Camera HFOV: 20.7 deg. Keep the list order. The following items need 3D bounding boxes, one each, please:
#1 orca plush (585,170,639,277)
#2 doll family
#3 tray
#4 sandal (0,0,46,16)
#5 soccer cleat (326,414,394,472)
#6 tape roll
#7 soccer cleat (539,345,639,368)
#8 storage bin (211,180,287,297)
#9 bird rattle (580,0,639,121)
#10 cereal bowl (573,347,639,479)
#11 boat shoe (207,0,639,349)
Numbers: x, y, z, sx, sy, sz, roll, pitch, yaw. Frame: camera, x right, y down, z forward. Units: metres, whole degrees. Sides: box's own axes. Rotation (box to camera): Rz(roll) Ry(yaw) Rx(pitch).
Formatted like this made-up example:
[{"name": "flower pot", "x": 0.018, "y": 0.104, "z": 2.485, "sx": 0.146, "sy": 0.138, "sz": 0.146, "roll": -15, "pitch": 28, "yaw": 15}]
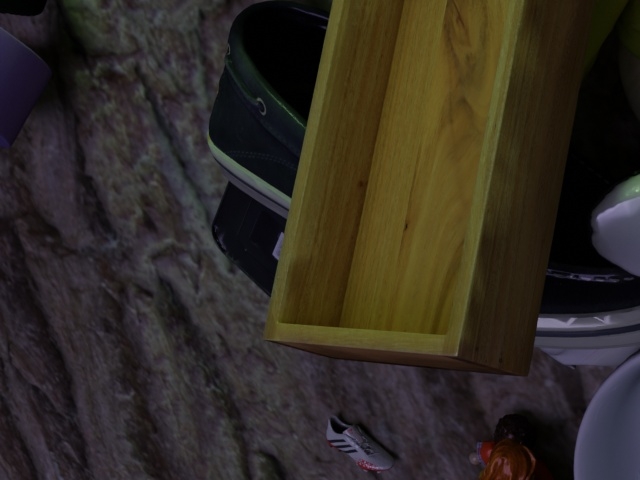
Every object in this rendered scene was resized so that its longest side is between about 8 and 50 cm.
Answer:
[{"name": "orca plush", "x": 0.330, "y": -0.035, "z": 1.198, "sx": 0.287, "sy": 0.102, "sz": 0.151, "roll": -18, "pitch": 107, "yaw": 20}, {"name": "doll family", "x": 0.216, "y": 0.248, "z": 1.500, "sx": 0.263, "sy": 0.118, "sz": 0.163, "roll": 21, "pitch": 131, "yaw": 33}, {"name": "tray", "x": 0.088, "y": -0.119, "z": 1.208, "sx": 0.203, "sy": 0.076, "sz": 0.411, "roll": 0, "pitch": 75, "yaw": 52}, {"name": "sandal", "x": -0.445, "y": -0.352, "z": 1.773, "sx": 0.445, "sy": 0.167, "sz": 0.107, "roll": 26, "pitch": 106, "yaw": 22}, {"name": "soccer cleat", "x": 0.038, "y": 0.200, "z": 1.718, "sx": 0.083, "sy": 0.029, "sz": 0.036, "roll": 27, "pitch": 136, "yaw": 37}, {"name": "tape roll", "x": -0.408, "y": -0.197, "z": 1.736, "sx": 0.274, "sy": 0.090, "sz": 0.275, "roll": 28, "pitch": 174, "yaw": 3}, {"name": "soccer cleat", "x": 0.256, "y": 0.059, "z": 1.391, "sx": 0.196, "sy": 0.068, "sz": 0.076, "roll": -16, "pitch": 132, "yaw": 42}, {"name": "storage bin", "x": 0.000, "y": 0.000, "z": 1.584, "sx": 0.180, "sy": 0.084, "sz": 0.122, "roll": 42, "pitch": 138, "yaw": 16}, {"name": "bird rattle", "x": 0.289, "y": -0.140, "z": 1.215, "sx": 0.253, "sy": 0.143, "sz": 0.207, "roll": -1, "pitch": 126, "yaw": 31}, {"name": "cereal bowl", "x": 0.365, "y": 0.195, "z": 1.302, "sx": 0.339, "sy": 0.141, "sz": 0.339, "roll": 25, "pitch": 131, "yaw": 32}, {"name": "boat shoe", "x": 0.093, "y": -0.061, "z": 1.376, "sx": 0.500, "sy": 0.187, "sz": 0.156, "roll": 30, "pitch": 135, "yaw": 38}]
